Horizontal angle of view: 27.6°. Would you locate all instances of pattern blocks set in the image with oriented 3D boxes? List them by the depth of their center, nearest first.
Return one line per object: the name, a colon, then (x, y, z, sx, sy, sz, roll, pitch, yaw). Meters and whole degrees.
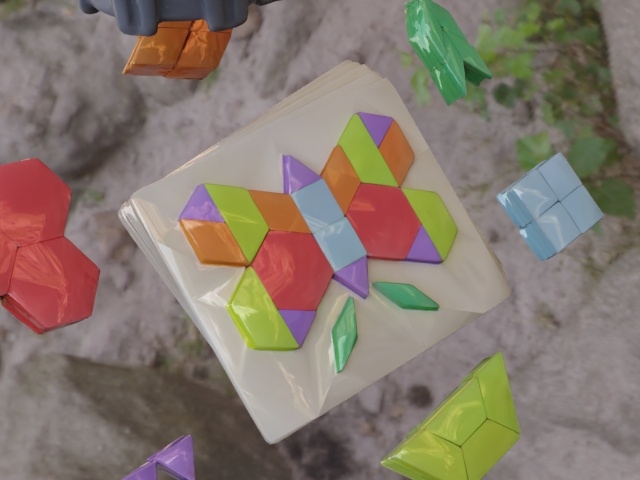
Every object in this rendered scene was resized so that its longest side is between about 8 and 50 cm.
pattern blocks set: (0.000, 0.000, 0.646, 0.325, 0.285, 0.026, -46, 7, -32)

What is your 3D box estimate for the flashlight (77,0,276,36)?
flashlight: (-0.077, -0.224, 0.479, 0.103, 0.103, 0.304, 27, 136, 31)
